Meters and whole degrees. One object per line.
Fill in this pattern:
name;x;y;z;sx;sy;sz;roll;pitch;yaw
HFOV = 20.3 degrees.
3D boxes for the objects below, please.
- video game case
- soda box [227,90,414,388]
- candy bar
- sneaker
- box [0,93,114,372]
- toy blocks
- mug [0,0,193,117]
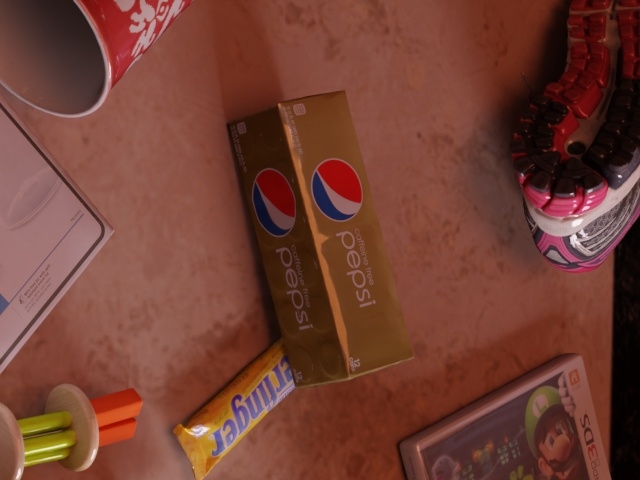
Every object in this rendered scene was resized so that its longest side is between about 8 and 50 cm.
video game case;0.148;0.195;1.309;0.190;0.022;0.173;-23;102;-40
soda box;0.000;0.000;1.151;0.058;0.061;0.181;-15;90;-38
candy bar;-0.036;0.094;1.158;0.161;0.018;0.040;-40;113;-35
sneaker;0.227;-0.108;1.354;0.299;0.121;0.112;-53;149;-31
box;-0.262;-0.048;0.924;0.290;0.087;0.169;53;56;-25
toy blocks;-0.126;0.142;1.052;0.148;0.054;0.123;-8;93;-41
mug;-0.121;-0.179;1.033;0.169;0.113;0.150;-49;145;-36
